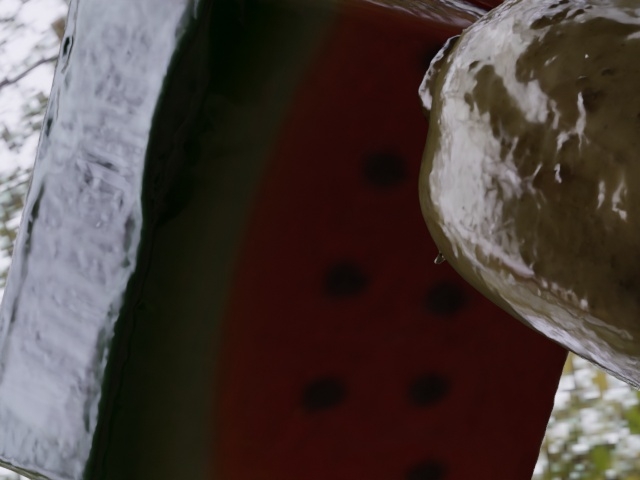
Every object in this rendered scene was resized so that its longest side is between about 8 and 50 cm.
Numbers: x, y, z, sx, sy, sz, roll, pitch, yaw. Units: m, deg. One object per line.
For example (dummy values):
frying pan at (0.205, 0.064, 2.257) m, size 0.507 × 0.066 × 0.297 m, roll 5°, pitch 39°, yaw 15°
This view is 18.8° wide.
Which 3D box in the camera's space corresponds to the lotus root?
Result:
lotus root at (0.138, -0.026, 0.838) m, size 0.146 × 0.284 × 0.160 m, roll 22°, pitch -80°, yaw -40°

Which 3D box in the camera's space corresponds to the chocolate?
chocolate at (0.000, 0.000, 1.165) m, size 0.341 × 0.161 × 0.360 m, roll 9°, pitch -80°, yaw -29°
